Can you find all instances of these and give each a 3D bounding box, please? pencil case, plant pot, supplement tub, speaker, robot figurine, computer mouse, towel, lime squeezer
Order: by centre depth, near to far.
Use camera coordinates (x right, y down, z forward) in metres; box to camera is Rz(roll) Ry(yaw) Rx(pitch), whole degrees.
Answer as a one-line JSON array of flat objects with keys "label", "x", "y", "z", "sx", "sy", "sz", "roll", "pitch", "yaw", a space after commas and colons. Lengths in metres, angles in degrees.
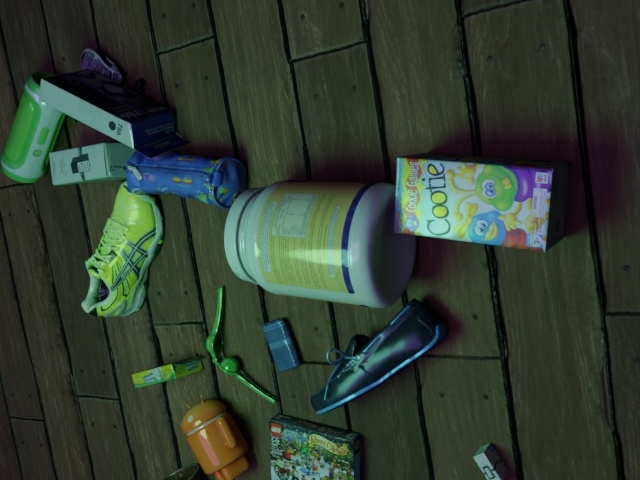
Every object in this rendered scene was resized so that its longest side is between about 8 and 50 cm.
[{"label": "supplement tub", "x": 0.000, "y": 0.000, "z": 1.372, "sx": 0.332, "sy": 0.241, "sz": 0.240, "roll": 5, "pitch": 103, "yaw": 31}, {"label": "towel", "x": -0.089, "y": 0.244, "z": 1.606, "sx": 0.067, "sy": 0.029, "sz": 0.119, "roll": -21, "pitch": 88, "yaw": 34}, {"label": "pencil case", "x": -0.324, "y": -0.150, "z": 1.607, "sx": 0.306, "sy": 0.133, "sz": 0.119, "roll": 10, "pitch": 92, "yaw": 29}, {"label": "lime squeezer", "x": -0.216, "y": 0.275, "z": 1.688, "sx": 0.110, "sy": 0.059, "sz": 0.310, "roll": -27, "pitch": 83, "yaw": 3}, {"label": "robot figurine", "x": -0.266, "y": 0.493, "z": 1.711, "sx": 0.128, "sy": 0.158, "sz": 0.219, "roll": -30, "pitch": 83, "yaw": -2}, {"label": "computer mouse", "x": -0.527, "y": -0.416, "z": 1.732, "sx": 0.193, "sy": 0.042, "sz": 0.106, "roll": 44, "pitch": 124, "yaw": 10}, {"label": "plant pot", "x": -0.356, "y": 0.707, "z": 1.804, "sx": 0.167, "sy": 0.167, "sz": 0.165, "roll": -25, "pitch": 95, "yaw": 33}, {"label": "speaker", "x": -0.770, "y": -0.302, "z": 1.856, "sx": 0.131, "sy": 0.131, "sz": 0.296, "roll": 43, "pitch": 119, "yaw": 17}]

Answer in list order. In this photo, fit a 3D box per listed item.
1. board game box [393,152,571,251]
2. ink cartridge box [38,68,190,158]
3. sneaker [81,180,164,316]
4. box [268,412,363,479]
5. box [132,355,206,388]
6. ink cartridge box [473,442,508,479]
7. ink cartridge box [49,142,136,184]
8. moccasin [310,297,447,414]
[{"label": "board game box", "x": 0.288, "y": -0.077, "z": 1.232, "sx": 0.276, "sy": 0.144, "sz": 0.141, "roll": 8, "pitch": 104, "yaw": 30}, {"label": "ink cartridge box", "x": -0.480, "y": -0.306, "z": 1.621, "sx": 0.333, "sy": 0.165, "sz": 0.065, "roll": 28, "pitch": 120, "yaw": 13}, {"label": "sneaker", "x": -0.510, "y": 0.034, "z": 1.753, "sx": 0.145, "sy": 0.147, "sz": 0.384, "roll": 23, "pitch": 111, "yaw": 28}, {"label": "box", "x": -0.012, "y": 0.509, "z": 1.605, "sx": 0.233, "sy": 0.044, "sz": 0.159, "roll": 5, "pitch": 103, "yaw": 31}, {"label": "box", "x": -0.385, "y": 0.336, "z": 1.764, "sx": 0.179, "sy": 0.105, "sz": 0.043, "roll": -22, "pitch": 82, "yaw": 34}, {"label": "ink cartridge box", "x": 0.345, "y": 0.454, "z": 1.368, "sx": 0.028, "sy": 0.048, "sz": 0.083, "roll": -36, "pitch": 82, "yaw": 32}, {"label": "ink cartridge box", "x": -0.552, "y": -0.193, "z": 1.726, "sx": 0.209, "sy": 0.153, "sz": 0.086, "roll": -3, "pitch": 95, "yaw": 32}, {"label": "moccasin", "x": 0.108, "y": 0.243, "z": 1.440, "sx": 0.342, "sy": 0.138, "sz": 0.116, "roll": -38, "pitch": 75, "yaw": 18}]
